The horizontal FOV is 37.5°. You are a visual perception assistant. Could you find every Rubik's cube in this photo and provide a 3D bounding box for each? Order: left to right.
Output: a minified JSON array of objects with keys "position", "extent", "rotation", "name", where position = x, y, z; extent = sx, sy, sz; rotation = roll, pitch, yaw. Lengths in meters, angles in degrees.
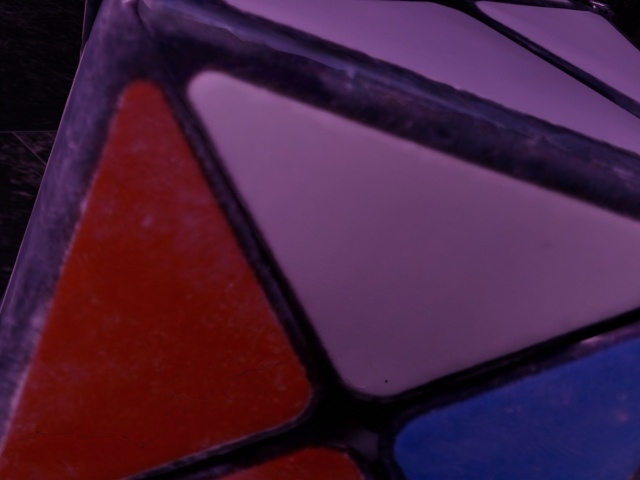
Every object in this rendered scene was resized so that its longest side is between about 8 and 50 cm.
[{"position":[0.000,0.000,0.516],"extent":[0.307,0.305,0.310],"rotation":[18,28,-12],"name":"Rubik's cube"}]
